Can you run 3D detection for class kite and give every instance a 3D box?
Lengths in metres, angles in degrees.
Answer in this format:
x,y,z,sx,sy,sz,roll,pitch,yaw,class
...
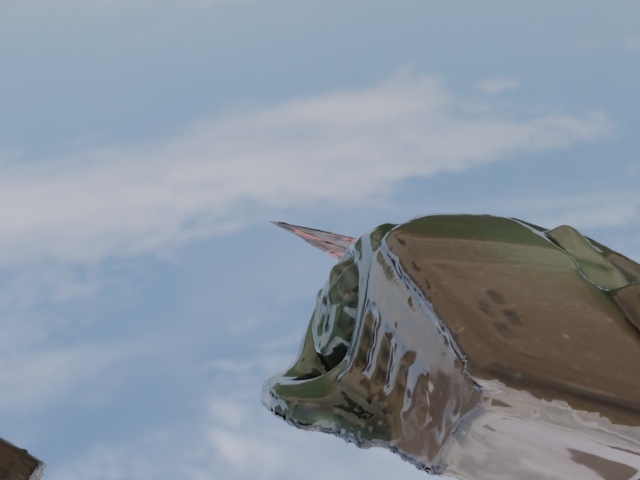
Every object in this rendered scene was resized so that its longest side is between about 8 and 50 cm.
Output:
x,y,z,sx,sy,sz,roll,pitch,yaw,class
0.000,-0.001,1.509,0.125,0.008,0.222,18,170,-3,kite

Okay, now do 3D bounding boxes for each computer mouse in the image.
x,y,z,sx,sy,sz,roll,pitch,yaw,class
0.097,0.047,0.575,0.199,0.115,0.389,9,179,-19,computer mouse

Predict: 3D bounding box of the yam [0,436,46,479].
x,y,z,sx,sy,sz,roll,pitch,yaw,class
-0.358,0.163,1.052,0.279,0.131,0.131,27,-156,4,yam
